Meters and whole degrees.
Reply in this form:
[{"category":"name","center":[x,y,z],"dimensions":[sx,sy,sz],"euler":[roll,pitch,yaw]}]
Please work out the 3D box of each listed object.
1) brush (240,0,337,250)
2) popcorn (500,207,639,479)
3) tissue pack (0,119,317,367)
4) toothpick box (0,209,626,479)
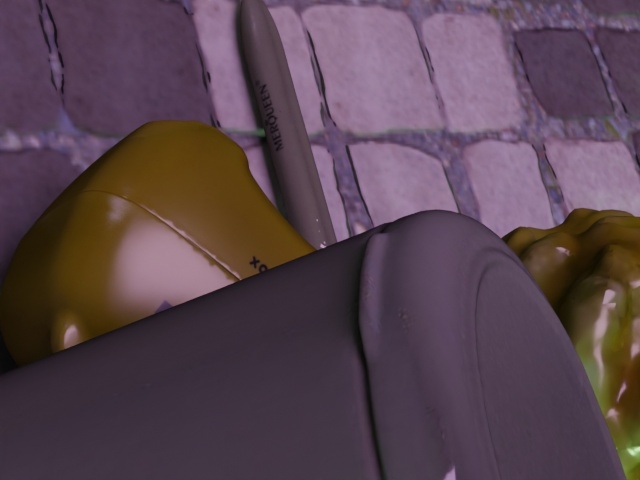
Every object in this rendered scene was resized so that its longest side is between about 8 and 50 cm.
[{"category":"brush","center":[0.000,0.000,0.789],"dimensions":[0.042,0.039,0.299],"euler":[-13,72,-1]},{"category":"popcorn","center":[0.142,0.120,0.731],"dimensions":[0.225,0.173,0.286],"euler":[-27,119,-57]},{"category":"tissue pack","center":[-0.052,0.045,0.665],"dimensions":[0.178,0.123,0.127],"euler":[43,57,-15]},{"category":"toothpick box","center":[-0.059,0.141,0.503],"dimensions":[0.229,0.316,0.229],"euler":[55,23,-37]}]
